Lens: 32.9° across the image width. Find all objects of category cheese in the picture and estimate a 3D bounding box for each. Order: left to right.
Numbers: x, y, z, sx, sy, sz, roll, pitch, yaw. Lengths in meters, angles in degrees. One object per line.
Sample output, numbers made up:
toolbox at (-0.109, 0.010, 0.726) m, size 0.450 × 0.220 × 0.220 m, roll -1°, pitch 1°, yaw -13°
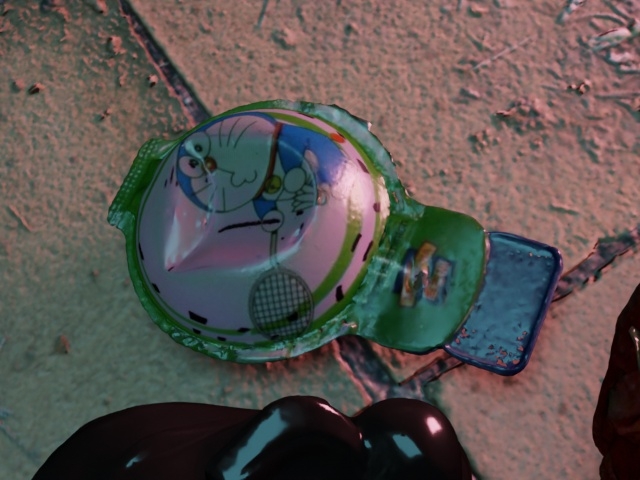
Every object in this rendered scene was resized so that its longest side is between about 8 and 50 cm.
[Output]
cheese at (0.000, 0.000, 0.742) m, size 0.320 × 0.083 × 0.204 m, roll 17°, pitch 71°, yaw 20°

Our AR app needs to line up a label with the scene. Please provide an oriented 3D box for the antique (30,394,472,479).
antique at (-0.049, 0.209, 0.605) m, size 0.322 × 0.185 × 0.255 m, roll 4°, pitch 68°, yaw 19°

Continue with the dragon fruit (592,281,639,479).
dragon fruit at (0.279, 0.081, 0.557) m, size 0.299 × 0.244 × 0.244 m, roll -24°, pitch 62°, yaw -19°
